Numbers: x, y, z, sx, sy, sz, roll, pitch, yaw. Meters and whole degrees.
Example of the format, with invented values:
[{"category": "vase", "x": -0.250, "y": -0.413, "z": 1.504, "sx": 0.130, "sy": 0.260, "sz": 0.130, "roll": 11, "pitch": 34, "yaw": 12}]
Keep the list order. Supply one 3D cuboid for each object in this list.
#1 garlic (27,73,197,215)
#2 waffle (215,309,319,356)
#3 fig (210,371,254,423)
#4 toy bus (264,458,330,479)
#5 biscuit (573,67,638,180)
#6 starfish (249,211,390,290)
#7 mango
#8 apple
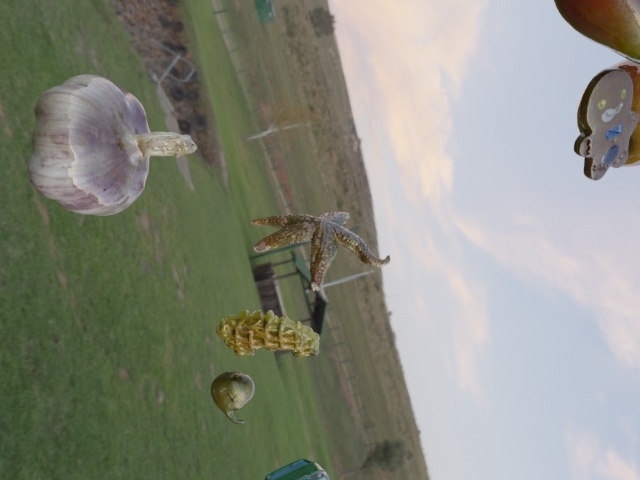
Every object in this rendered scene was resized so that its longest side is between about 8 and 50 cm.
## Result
[{"category": "garlic", "x": -0.340, "y": -0.158, "z": 1.002, "sx": 0.245, "sy": 0.253, "sz": 0.245, "roll": 3, "pitch": 90, "yaw": -84}, {"category": "waffle", "x": -0.103, "y": 0.186, "z": 1.108, "sx": 0.149, "sy": 0.194, "sz": 0.051, "roll": 51, "pitch": 38, "yaw": -39}, {"category": "fig", "x": -0.180, "y": 0.311, "z": 1.169, "sx": 0.082, "sy": 0.084, "sz": 0.098, "roll": 147, "pitch": -43, "yaw": -64}, {"category": "toy bus", "x": -0.049, "y": 0.848, "z": 1.772, "sx": 0.199, "sy": 0.184, "sz": 0.343, "roll": 10, "pitch": -65, "yaw": 66}, {"category": "biscuit", "x": 0.601, "y": -0.243, "z": 1.225, "sx": 0.039, "sy": 0.180, "sz": 0.236, "roll": 36, "pitch": -29, "yaw": 54}, {"category": "starfish", "x": 0.003, "y": -0.010, "z": 1.497, "sx": 0.327, "sy": 0.375, "sz": 0.094, "roll": -39, "pitch": 146, "yaw": -48}, {"category": "mango", "x": 0.573, "y": -0.459, "z": 1.150, "sx": 0.289, "sy": 0.129, "sz": 0.146, "roll": 39, "pitch": -18, "yaw": 6}, {"category": "apple", "x": 0.863, "y": -0.342, "z": 1.608, "sx": 0.301, "sy": 0.302, "sz": 0.301, "roll": 166, "pitch": -90, "yaw": -86}]
